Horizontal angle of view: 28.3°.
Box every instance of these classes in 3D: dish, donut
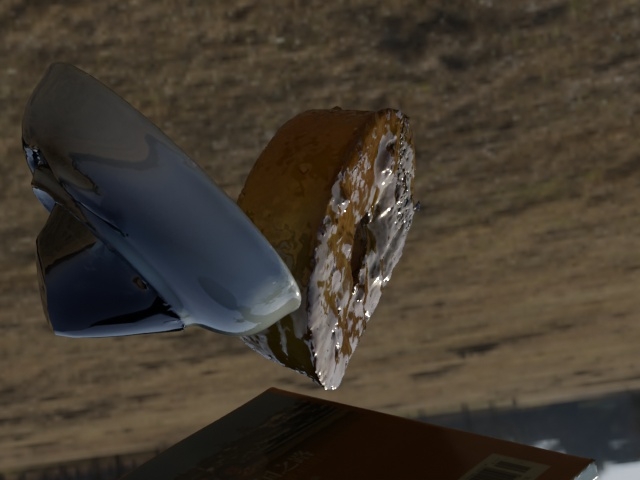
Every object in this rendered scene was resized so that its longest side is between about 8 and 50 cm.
[{"bbox_3d":[-0.084,0.005,0.511,0.078,0.141,0.141,-46,177,-12],"label":"dish"},{"bbox_3d":[0.001,-0.002,1.222,0.108,0.278,0.277,13,178,21],"label":"donut"}]

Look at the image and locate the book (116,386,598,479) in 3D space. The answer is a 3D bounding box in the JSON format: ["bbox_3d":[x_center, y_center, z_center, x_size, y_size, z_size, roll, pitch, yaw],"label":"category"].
[{"bbox_3d":[0.002,0.210,1.050,0.374,0.028,0.262,6,-155,43],"label":"book"}]
